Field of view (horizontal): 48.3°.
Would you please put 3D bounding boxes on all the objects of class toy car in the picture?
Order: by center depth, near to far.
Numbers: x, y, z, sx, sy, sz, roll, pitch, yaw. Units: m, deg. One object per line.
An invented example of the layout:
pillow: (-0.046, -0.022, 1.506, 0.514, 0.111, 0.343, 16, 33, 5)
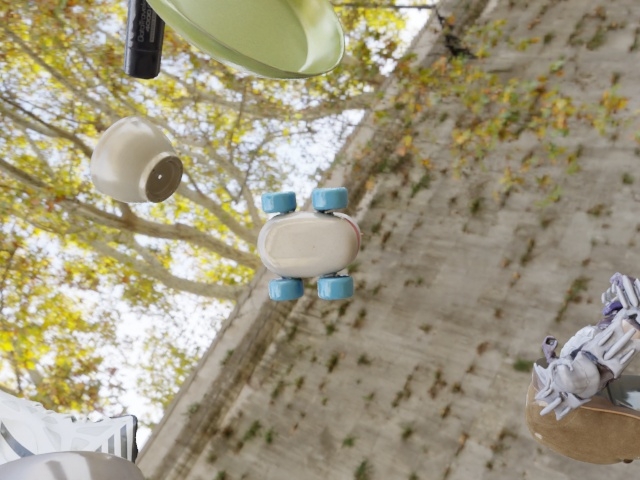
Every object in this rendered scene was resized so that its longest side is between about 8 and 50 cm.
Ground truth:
toy car: (0.000, 0.000, 1.513, 0.238, 0.210, 0.219, -16, -78, -71)

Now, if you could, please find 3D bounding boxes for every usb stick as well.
usb stick: (-0.351, -0.448, 1.440, 0.077, 0.045, 0.278, 3, -46, -18)

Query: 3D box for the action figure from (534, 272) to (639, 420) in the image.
action figure: (0.333, 0.105, 0.819, 0.285, 0.099, 0.185, -22, -18, -41)

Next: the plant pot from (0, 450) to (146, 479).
plant pot: (-0.242, 0.364, 0.650, 0.323, 0.280, 0.323, -13, -40, -11)

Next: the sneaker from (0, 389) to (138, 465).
sneaker: (-0.502, 0.384, 1.352, 0.258, 0.448, 0.169, -14, -56, -43)

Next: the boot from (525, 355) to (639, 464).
boot: (0.427, 0.249, 0.951, 0.112, 0.305, 0.115, -48, -32, -61)

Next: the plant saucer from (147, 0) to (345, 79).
plant saucer: (-0.083, -0.232, 0.664, 0.241, 0.241, 0.037, -12, -26, -48)

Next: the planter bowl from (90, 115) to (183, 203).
planter bowl: (-0.323, -0.132, 1.311, 0.162, 0.109, 0.162, -45, -27, -31)
